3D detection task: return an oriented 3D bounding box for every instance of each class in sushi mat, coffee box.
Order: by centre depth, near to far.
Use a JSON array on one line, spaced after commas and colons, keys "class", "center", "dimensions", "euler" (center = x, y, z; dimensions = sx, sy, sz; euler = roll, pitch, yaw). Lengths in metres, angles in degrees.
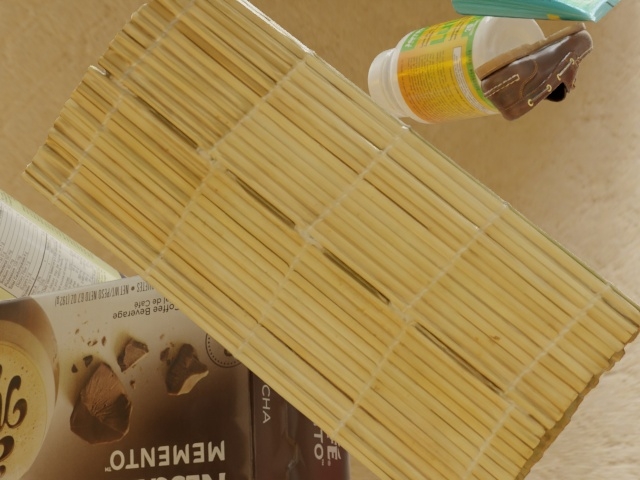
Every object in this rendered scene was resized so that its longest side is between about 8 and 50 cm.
[{"class": "sushi mat", "center": [0.000, 0.000, 0.652], "dimensions": [0.316, 0.019, 0.151], "euler": [39, 93, 12]}, {"class": "coffee box", "center": [-0.136, 0.120, 0.841], "dimensions": [0.297, 0.119, 0.168], "euler": [-10, 73, 29]}]

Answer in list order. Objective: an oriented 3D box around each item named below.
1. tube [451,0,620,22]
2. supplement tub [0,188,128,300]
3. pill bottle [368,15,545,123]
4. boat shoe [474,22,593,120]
[{"class": "tube", "center": [0.247, -0.279, 1.439], "dimensions": [0.207, 0.052, 0.080], "euler": [15, 50, 41]}, {"class": "supplement tub", "center": [-0.353, 0.062, 1.204], "dimensions": [0.325, 0.235, 0.235], "euler": [38, 84, -30]}, {"class": "pill bottle", "center": [0.182, -0.234, 1.733], "dimensions": [0.136, 0.246, 0.136], "euler": [3, 86, -38]}, {"class": "boat shoe", "center": [0.240, -0.180, 1.357], "dimensions": [0.207, 0.073, 0.073], "euler": [-29, 87, -45]}]
